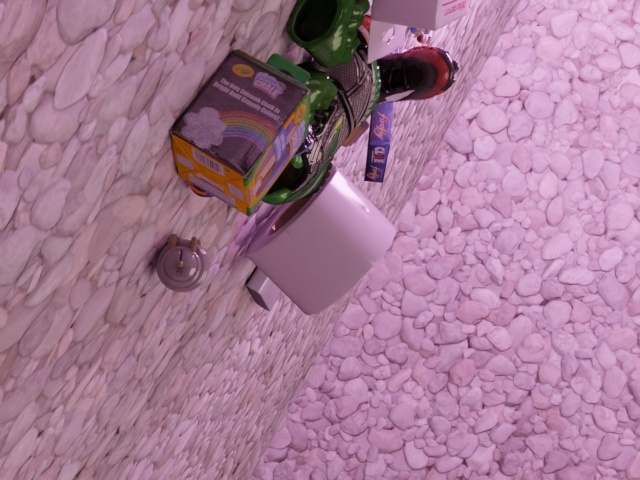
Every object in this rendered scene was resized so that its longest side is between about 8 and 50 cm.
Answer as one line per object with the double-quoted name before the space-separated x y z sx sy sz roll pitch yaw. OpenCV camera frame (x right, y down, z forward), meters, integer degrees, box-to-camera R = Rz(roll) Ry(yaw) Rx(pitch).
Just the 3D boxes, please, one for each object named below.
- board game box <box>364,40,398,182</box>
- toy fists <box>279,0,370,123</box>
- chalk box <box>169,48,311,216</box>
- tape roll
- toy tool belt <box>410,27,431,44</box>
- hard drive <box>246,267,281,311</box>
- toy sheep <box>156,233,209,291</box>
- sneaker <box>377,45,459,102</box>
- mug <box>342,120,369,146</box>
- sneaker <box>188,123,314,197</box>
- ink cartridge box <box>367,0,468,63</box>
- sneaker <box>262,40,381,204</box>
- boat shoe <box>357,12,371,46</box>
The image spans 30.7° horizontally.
"board game box" 0.127 -0.264 2.407 0.165 0.042 0.243 94 2 -67
"toy fists" -0.011 -0.284 1.856 0.279 0.096 0.142 -64 169 16
"chalk box" -0.098 -0.170 1.659 0.213 0.132 0.132 -54 168 -22
"tape roll" 0.000 0.000 2.217 0.246 0.169 0.246 -42 -168 11
"toy tool belt" 0.217 -0.470 2.554 0.051 0.052 0.083 -9 132 -35
"hard drive" -0.055 -0.001 2.541 0.307 0.040 0.203 -58 169 -10
"toy sheep" -0.214 0.037 1.807 0.091 0.091 0.132 -59 175 -3
"sneaker" 0.113 -0.288 2.082 0.135 0.276 0.098 -24 109 -45
"mug" 0.052 -0.231 2.415 0.064 0.078 0.062 -56 -146 27
"sneaker" -0.110 -0.131 1.776 0.221 0.083 0.087 -25 174 -19
"ink cartridge box" 0.177 -0.467 1.909 0.207 0.119 0.353 -40 140 -61
"sneaker" -0.007 -0.196 2.003 0.146 0.134 0.344 -40 158 -59
"boat shoe" 0.082 -0.369 2.179 0.043 0.049 0.137 -52 165 -22
